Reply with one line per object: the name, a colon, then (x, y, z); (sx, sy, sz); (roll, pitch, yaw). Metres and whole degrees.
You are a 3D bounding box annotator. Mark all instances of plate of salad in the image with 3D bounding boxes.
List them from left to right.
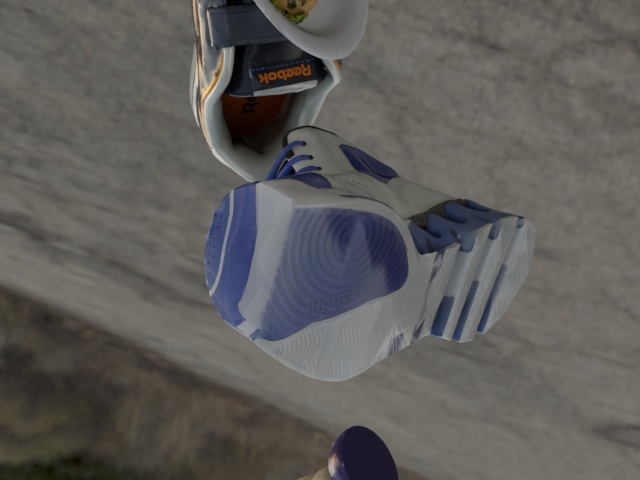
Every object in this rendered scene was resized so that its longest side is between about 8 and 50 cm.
plate of salad: (-0.015, -0.200, 0.793); (0.048, 0.199, 0.200); (-19, 154, 27)

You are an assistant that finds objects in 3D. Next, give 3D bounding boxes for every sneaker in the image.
sneaker: (-0.043, -0.192, 1.075); (0.126, 0.321, 0.127); (-11, -143, -14)
sneaker: (0.001, 0.000, 0.993); (0.182, 0.127, 0.315); (27, -165, 32)

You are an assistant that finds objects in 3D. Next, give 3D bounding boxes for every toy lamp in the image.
toy lamp: (-0.062, 0.237, 1.201); (0.275, 0.080, 0.080); (-32, 142, 32)
